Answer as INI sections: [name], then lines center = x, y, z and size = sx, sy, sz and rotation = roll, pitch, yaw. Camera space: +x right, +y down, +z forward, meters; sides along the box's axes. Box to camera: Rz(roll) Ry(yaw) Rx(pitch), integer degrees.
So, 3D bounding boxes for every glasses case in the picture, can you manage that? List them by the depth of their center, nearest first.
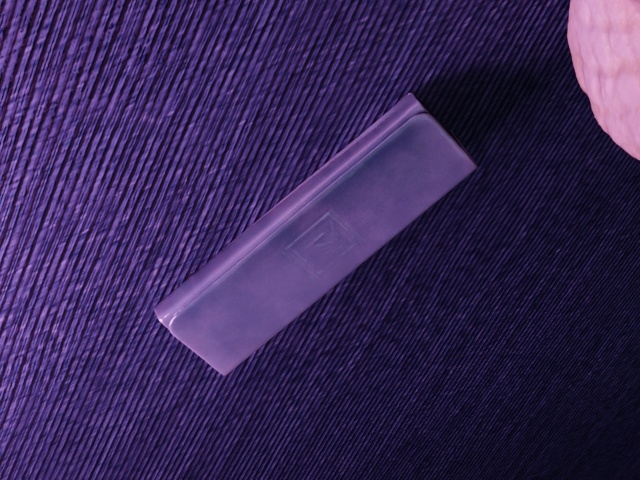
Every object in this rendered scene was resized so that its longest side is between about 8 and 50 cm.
[glasses case]
center = 0.000, 0.000, 1.378
size = 0.266, 0.056, 0.105
rotation = -40, 154, 8

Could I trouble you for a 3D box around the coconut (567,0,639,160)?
[coconut]
center = 0.329, -0.179, 1.212
size = 0.329, 0.329, 0.329
rotation = -28, 153, -16
